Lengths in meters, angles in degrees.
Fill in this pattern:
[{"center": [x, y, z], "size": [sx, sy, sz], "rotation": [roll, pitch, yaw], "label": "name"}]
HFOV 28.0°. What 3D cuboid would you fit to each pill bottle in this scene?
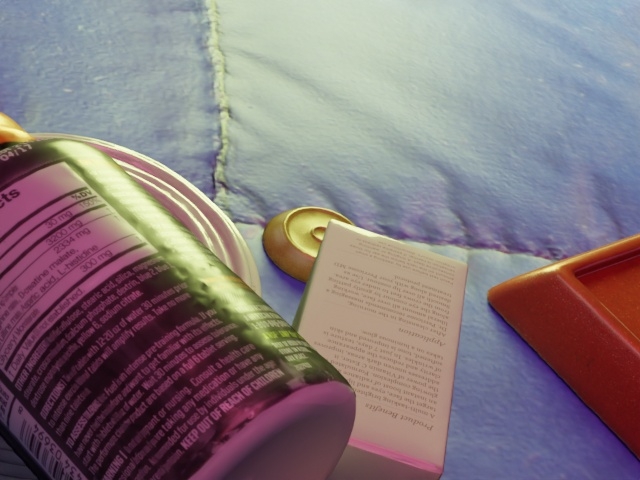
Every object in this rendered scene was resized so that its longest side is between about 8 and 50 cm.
[{"center": [-0.109, 0.039, 0.608], "size": [0.130, 0.130, 0.245], "rotation": [-24, 55, -40], "label": "pill bottle"}]

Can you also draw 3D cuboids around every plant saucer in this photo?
[{"center": [0.000, 0.000, 0.934], "size": [0.083, 0.015, 0.083], "rotation": [11, 39, -9], "label": "plant saucer"}, {"center": [0.296, 0.076, 0.941], "size": [0.259, 0.048, 0.258], "rotation": [-16, 50, -35], "label": "plant saucer"}]

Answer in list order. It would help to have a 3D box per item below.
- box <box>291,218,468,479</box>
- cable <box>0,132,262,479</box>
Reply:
[{"center": [0.017, 0.096, 0.736], "size": [0.091, 0.130, 0.170], "rotation": [18, 39, -2], "label": "box"}, {"center": [-0.163, 0.035, 0.767], "size": [0.257, 0.089, 0.257], "rotation": [-11, 47, -32], "label": "cable"}]
